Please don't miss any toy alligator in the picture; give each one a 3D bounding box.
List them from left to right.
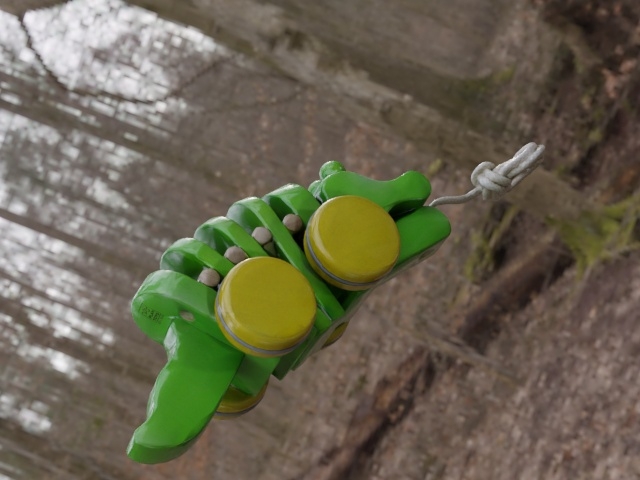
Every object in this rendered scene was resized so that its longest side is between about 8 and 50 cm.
[{"bbox_3d":[0.000,0.000,0.388,0.189,0.051,0.056,-36,-12,-34],"label":"toy alligator"}]
